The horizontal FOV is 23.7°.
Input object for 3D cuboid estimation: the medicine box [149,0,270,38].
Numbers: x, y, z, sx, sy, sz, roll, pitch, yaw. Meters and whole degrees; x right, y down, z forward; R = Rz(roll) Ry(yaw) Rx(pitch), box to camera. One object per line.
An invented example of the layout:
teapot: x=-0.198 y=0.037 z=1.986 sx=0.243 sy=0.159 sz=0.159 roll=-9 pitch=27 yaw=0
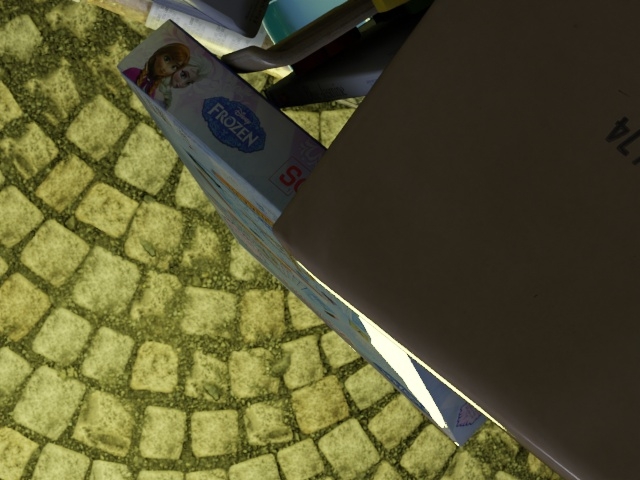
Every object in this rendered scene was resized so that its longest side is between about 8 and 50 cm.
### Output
medicine box: x=-0.180 y=-0.279 z=1.083 sx=0.264 sy=0.149 sz=0.289 roll=22 pitch=180 yaw=18

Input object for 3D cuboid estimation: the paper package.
paper package: x=0.193 y=-0.019 z=0.933 sx=0.325 sy=0.309 sz=0.168 roll=39 pitch=-173 yaw=18

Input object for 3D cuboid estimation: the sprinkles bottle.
sprinkles bottle: x=-0.144 y=-0.290 z=1.807 sx=0.355 sy=0.121 sz=0.121 roll=21 pitch=-179 yaw=-6

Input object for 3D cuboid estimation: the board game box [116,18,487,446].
board game box: x=0.000 y=0.000 z=1.281 sx=0.319 sy=0.066 sz=0.318 roll=42 pitch=171 yaw=30

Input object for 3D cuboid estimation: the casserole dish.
casserole dish: x=0.007 y=-0.235 z=1.699 sx=0.114 sy=0.037 sz=0.188 roll=-13 pitch=145 yaw=18

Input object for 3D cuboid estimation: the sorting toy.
sorting toy: x=0.049 y=-0.173 z=1.129 sx=0.041 sy=0.229 sz=0.307 roll=63 pitch=173 yaw=-9

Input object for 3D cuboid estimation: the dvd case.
dvd case: x=0.072 y=-0.164 z=1.199 sx=0.022 sy=0.180 sz=0.253 roll=58 pitch=162 yaw=-13
